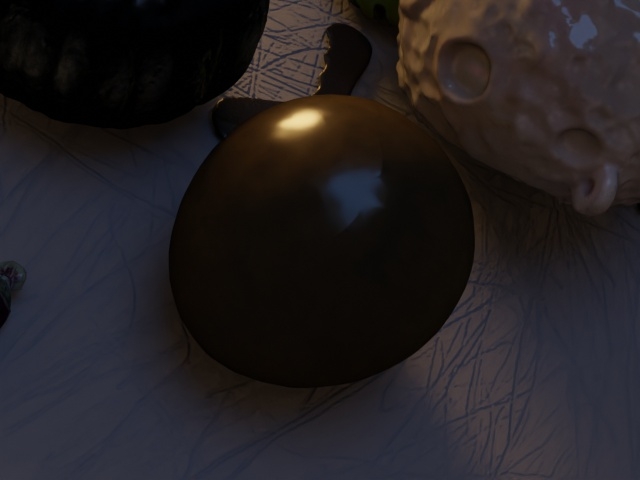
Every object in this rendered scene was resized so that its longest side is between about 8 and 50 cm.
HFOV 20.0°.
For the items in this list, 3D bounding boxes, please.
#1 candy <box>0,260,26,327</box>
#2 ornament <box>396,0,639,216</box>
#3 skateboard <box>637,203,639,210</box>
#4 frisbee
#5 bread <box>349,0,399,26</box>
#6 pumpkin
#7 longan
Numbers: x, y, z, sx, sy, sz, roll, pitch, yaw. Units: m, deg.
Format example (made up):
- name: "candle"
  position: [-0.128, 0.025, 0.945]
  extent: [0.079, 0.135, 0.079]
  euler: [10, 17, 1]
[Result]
- name: "candy"
  position: [-0.292, 0.078, 1.478]
  extent: [0.045, 0.043, 0.175]
  euler: [35, 50, -2]
- name: "ornament"
  position: [0.241, -0.196, 1.664]
  extent: [0.337, 0.337, 0.337]
  euler: [10, 57, -16]
- name: "skateboard"
  position: [0.362, -0.034, 1.799]
  extent: [0.080, 0.067, 0.151]
  euler: [-19, 63, -19]
- name: "frisbee"
  position: [0.012, -0.105, 1.727]
  extent: [0.211, 0.012, 0.187]
  euler: [-32, 77, -34]
- name: "bread"
  position: [0.077, -0.274, 1.818]
  extent: [0.130, 0.071, 0.139]
  euler: [32, 56, 3]
- name: "pumpkin"
  position: [-0.185, -0.255, 1.580]
  extent: [0.296, 0.296, 0.296]
  euler: [10, 57, -16]
- name: "longan"
  position: [0.000, 0.000, 1.526]
  extent: [0.258, 0.258, 0.258]
  euler: [10, 57, -16]
